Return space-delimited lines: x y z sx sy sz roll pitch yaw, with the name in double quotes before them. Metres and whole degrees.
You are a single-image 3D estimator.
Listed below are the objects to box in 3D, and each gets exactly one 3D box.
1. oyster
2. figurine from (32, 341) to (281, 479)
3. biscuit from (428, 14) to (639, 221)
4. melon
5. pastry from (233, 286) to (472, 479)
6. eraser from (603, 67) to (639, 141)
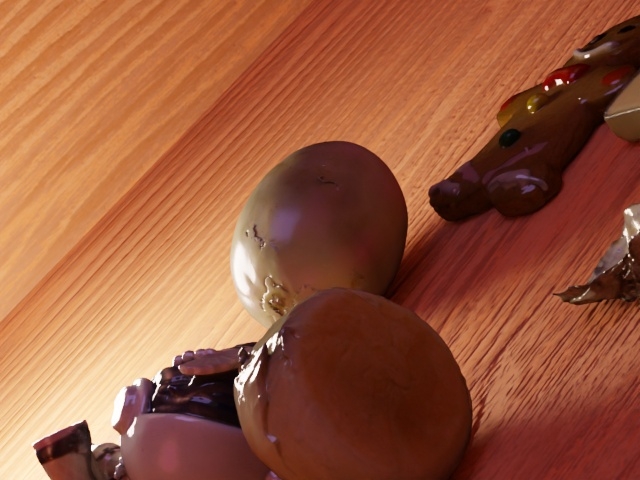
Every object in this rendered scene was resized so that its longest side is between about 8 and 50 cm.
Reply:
"oyster" 0.356 0.014 2.072 0.161 0.107 0.233 -55 6 -30
"figurine" -0.136 0.259 2.201 0.361 0.253 0.211 -34 60 35
"biscuit" 0.320 -0.185 2.643 0.432 0.064 0.283 -47 20 -26
"melon" 0.000 0.000 2.545 0.223 0.223 0.317 -26 22 32
"pastry" 0.038 0.167 2.028 0.265 0.265 0.133 -52 6 -38
"eraser" 0.450 -0.184 2.406 0.172 0.058 0.117 -11 31 54
